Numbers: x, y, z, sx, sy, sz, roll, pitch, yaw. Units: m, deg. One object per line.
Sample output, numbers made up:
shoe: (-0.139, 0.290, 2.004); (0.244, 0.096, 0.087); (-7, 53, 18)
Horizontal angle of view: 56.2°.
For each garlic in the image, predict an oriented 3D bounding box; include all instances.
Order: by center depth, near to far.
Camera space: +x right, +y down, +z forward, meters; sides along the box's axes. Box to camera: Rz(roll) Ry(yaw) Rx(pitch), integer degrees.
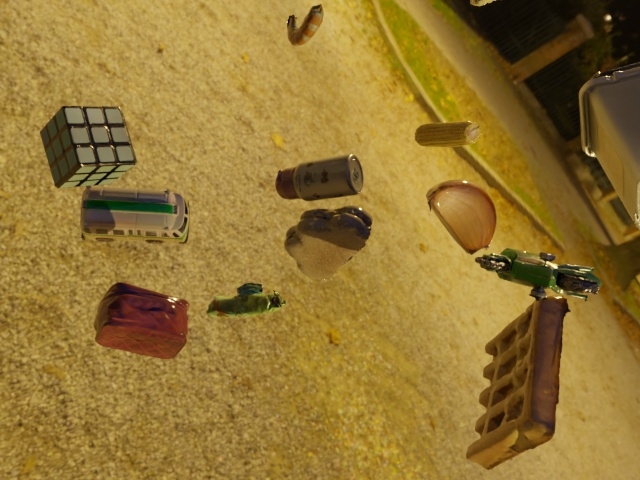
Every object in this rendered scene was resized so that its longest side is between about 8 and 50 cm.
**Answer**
garlic: (0.291, -0.070, 1.292); (0.207, 0.128, 0.115); (39, -6, -30)

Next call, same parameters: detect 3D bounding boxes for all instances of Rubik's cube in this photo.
Rubik's cube: (-0.588, -0.237, 1.523); (0.163, 0.162, 0.160); (-12, 81, -45)

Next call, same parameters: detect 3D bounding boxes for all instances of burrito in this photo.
burrito: (-0.233, 0.182, 1.844); (0.054, 0.288, 0.104); (24, 64, -55)

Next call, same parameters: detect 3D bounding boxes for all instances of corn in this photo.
corn: (0.404, -0.342, 1.938); (0.081, 0.248, 0.081); (-6, 100, -33)

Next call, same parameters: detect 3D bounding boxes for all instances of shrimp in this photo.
shrimp: (-0.051, -0.691, 1.880); (0.049, 0.161, 0.166); (16, 36, -34)

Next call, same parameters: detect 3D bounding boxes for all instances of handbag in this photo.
handbag: (-0.438, 0.200, 1.485); (0.225, 0.146, 0.135); (17, 46, -25)

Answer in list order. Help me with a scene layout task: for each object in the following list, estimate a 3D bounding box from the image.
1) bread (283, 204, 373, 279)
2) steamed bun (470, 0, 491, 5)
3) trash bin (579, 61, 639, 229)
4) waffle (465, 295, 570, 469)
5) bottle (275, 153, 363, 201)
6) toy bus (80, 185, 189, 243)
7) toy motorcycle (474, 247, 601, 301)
bread: (0.003, -0.003, 1.683); (0.183, 0.337, 0.102); (25, 54, -14)
steamed bun: (0.366, -0.576, 1.052); (0.290, 0.273, 0.272); (-53, 131, -51)
trash bin: (0.788, -0.230, 1.382); (0.256, 0.296, 0.367); (62, 22, -45)
waffle: (0.447, 0.317, 1.357); (0.077, 0.304, 0.348); (21, 53, 1)
bottle: (-0.010, -0.160, 1.590); (0.110, 0.233, 0.110); (23, 64, -60)
toy bus: (-0.532, -0.076, 1.735); (0.305, 0.179, 0.143); (3, 77, -14)
toy motorcycle: (0.347, 0.053, 0.964); (0.106, 0.190, 0.074); (0, 103, -63)
